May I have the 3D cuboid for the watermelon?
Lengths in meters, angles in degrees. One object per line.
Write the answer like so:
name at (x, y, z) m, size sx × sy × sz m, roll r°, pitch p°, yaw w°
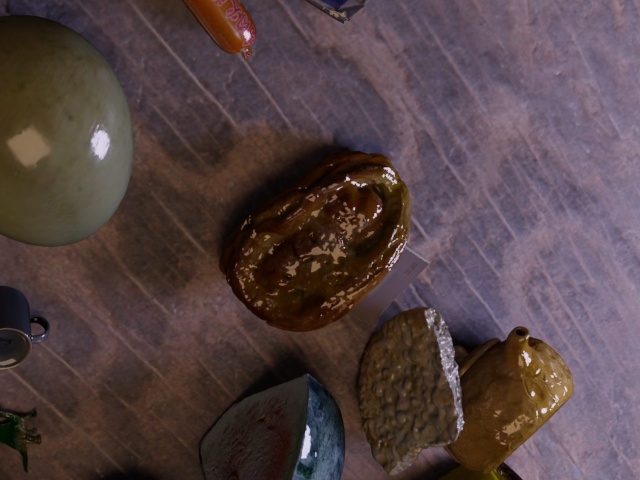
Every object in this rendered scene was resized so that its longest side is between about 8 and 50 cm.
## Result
watermelon at (-0.077, 0.300, 1.962) m, size 0.320 × 0.213 × 0.290 m, roll -37°, pitch 146°, yaw -54°

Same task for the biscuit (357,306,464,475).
biscuit at (0.128, 0.211, 1.974) m, size 0.040 × 0.188 × 0.265 m, roll -15°, pitch 129°, yaw -45°

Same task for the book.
book at (0.044, 0.033, 1.911) m, size 0.181 × 0.014 × 0.127 m, roll 32°, pitch 110°, yaw -35°

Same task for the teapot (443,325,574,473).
teapot at (0.237, 0.218, 2.036) m, size 0.203 × 0.167 × 0.311 m, roll -36°, pitch 165°, yaw -36°

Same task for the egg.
egg at (-0.305, -0.107, 1.549) m, size 0.218 × 0.218 × 0.295 m, roll -23°, pitch 139°, yaw -2°

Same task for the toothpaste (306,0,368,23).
toothpaste at (0.077, -0.362, 1.600) m, size 0.099 × 0.068 × 0.282 m, roll 42°, pitch 117°, yaw -7°

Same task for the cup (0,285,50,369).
cup at (-0.382, 0.111, 1.776) m, size 0.100 × 0.077 × 0.078 m, roll 4°, pitch 124°, yaw -23°

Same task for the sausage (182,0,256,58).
sausage at (-0.163, -0.319, 1.544) m, size 0.053 × 0.053 × 0.348 m, roll -33°, pitch 130°, yaw 7°

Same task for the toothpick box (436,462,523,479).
toothpick box at (0.199, 0.449, 2.181) m, size 0.271 × 0.175 × 0.175 m, roll -41°, pitch 128°, yaw 8°

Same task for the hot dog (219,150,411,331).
hot dog at (-0.002, 0.002, 1.793) m, size 0.259 × 0.114 × 0.175 m, roll -41°, pitch 99°, yaw 14°

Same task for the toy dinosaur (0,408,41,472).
toy dinosaur at (-0.405, 0.264, 1.923) m, size 0.060 × 0.029 × 0.120 m, roll 3°, pitch 132°, yaw -3°
